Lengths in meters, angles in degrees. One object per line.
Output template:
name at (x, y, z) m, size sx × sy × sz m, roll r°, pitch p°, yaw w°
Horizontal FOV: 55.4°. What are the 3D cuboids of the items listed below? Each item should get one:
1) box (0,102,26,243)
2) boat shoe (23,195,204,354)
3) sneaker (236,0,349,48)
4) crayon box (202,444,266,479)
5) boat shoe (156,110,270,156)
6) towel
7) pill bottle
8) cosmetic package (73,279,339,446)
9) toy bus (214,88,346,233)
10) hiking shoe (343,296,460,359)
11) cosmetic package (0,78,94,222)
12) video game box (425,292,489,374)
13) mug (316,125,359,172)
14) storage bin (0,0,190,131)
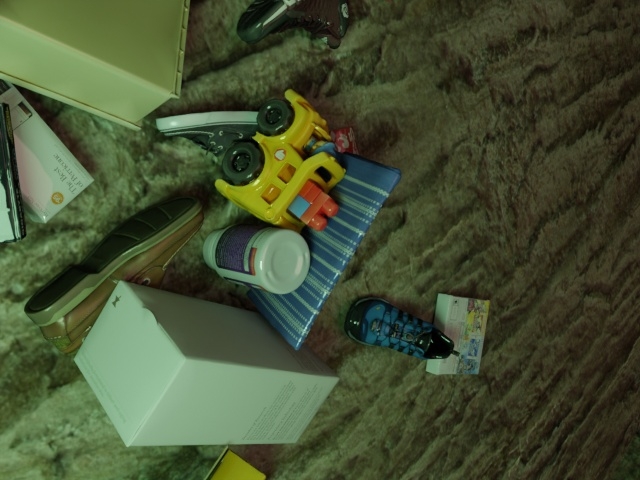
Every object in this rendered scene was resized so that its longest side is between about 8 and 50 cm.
box at (-0.489, -0.076, 0.742) m, size 0.220 × 0.051 × 0.175 m, roll -5°, pitch 100°, yaw -15°
boat shoe at (-0.300, 0.048, 0.956) m, size 0.307 × 0.111 × 0.104 m, roll -39°, pitch 123°, yaw -21°
sneaker at (-0.025, -0.410, 1.143) m, size 0.281 × 0.106 × 0.162 m, roll -51°, pitch 128°, yaw -26°
crayon box at (-0.174, 0.461, 0.995) m, size 0.202 × 0.081 × 0.318 m, roll -53°, pitch 167°, yaw -23°
boat shoe at (-0.176, -0.183, 1.056) m, size 0.229 × 0.080 × 0.076 m, roll -14°, pitch 104°, yaw -48°
towel at (0.000, 0.000, 1.070) m, size 0.040 × 0.243 × 0.336 m, roll 29°, pitch 92°, yaw -29°
pill bottle at (-0.118, 0.026, 1.047) m, size 0.108 × 0.194 × 0.108 m, roll -7°, pitch 100°, yaw -42°
cosmetic package at (-0.163, 0.202, 0.964) m, size 0.366 × 0.197 × 0.155 m, roll 22°, pitch 103°, yaw -50°
toy bus at (-0.035, -0.115, 1.045) m, size 0.220 × 0.211 × 0.149 m, roll -54°, pitch 152°, yaw 0°
hiking shoe at (0.185, 0.200, 1.379) m, size 0.304 × 0.132 × 0.113 m, roll 20°, pitch 82°, yaw -41°
cosmetic package at (-0.432, -0.143, 0.836) m, size 0.099 × 0.060 × 0.239 m, roll -50°, pitch 124°, yaw -25°
video game box at (0.363, 0.247, 1.601) m, size 0.187 × 0.048 × 0.205 m, roll 12°, pitch 87°, yaw -40°
mug at (0.026, -0.133, 1.210) m, size 0.150 × 0.113 × 0.169 m, roll -25°, pitch 108°, yaw -53°
storage bin at (-0.325, -0.330, 0.834) m, size 0.262 × 0.123 × 0.260 m, roll 18°, pitch 66°, yaw -41°
